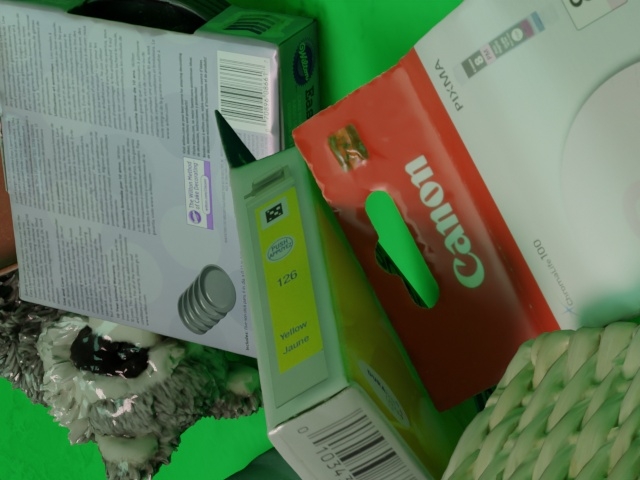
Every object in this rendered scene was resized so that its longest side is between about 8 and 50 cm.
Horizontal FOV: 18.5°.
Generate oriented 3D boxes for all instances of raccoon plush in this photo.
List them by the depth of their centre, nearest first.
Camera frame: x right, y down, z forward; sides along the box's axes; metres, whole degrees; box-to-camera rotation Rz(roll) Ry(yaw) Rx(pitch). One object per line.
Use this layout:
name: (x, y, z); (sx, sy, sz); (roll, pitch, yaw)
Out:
raccoon plush: (-0.192, 0.104, 1.799); (0.299, 0.216, 0.446); (49, 170, 12)

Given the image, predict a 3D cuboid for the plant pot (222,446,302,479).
plant pot: (-0.058, 0.347, 1.664); (0.293, 0.196, 0.293); (43, 145, 40)

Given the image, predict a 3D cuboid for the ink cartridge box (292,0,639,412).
ink cartridge box: (0.108, -0.035, 1.036); (0.232, 0.066, 0.189); (-30, 82, 19)

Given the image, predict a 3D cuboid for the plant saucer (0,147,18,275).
plant saucer: (-0.273, -0.081, 1.645); (0.048, 0.259, 0.258); (54, -164, -63)

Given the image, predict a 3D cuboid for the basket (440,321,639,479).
basket: (0.181, 0.218, 0.857); (0.266, 0.331, 0.328); (40, 159, -12)

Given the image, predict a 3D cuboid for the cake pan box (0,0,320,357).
cake pan box: (-0.119, -0.057, 1.440); (0.245, 0.070, 0.267); (10, 119, 24)

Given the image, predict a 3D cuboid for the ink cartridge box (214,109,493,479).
ink cartridge box: (0.051, 0.092, 1.197); (0.303, 0.072, 0.307); (51, -161, -35)
